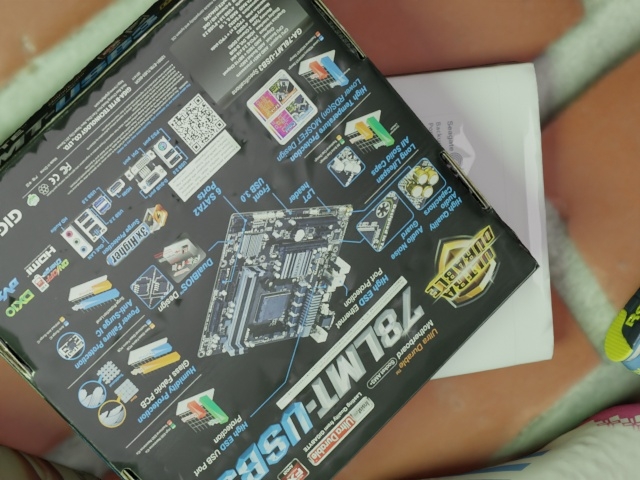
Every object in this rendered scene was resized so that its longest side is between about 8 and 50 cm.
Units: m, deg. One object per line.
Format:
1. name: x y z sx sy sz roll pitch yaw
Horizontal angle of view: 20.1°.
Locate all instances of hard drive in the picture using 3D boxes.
1. hard drive: 0.000 0.000 1.218 0.318 0.040 0.210 -8 100 -18

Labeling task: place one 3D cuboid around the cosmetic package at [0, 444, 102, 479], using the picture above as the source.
1. cosmetic package: -0.275 0.173 1.090 0.296 0.153 0.129 23 91 -22

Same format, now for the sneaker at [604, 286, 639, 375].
1. sneaker: 0.269 0.042 1.312 0.059 0.053 0.144 38 93 -19

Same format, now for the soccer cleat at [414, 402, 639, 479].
1. soccer cleat: 0.161 0.201 1.247 0.331 0.143 0.116 -15 102 -17

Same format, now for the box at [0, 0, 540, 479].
1. box: -0.057 0.010 1.139 0.295 0.073 0.293 -45 109 -9
